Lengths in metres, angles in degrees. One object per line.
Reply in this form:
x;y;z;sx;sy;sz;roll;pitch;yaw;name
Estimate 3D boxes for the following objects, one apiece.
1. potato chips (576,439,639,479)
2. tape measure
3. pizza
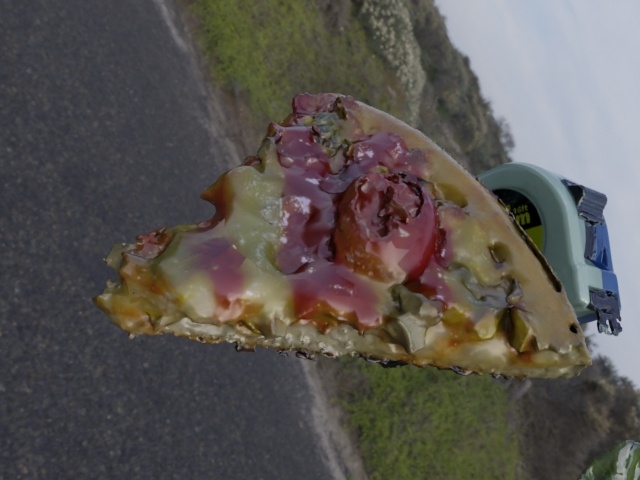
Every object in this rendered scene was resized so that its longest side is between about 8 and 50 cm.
0.434;0.362;0.687;0.097;0.373;0.389;128;-52;-66;potato chips
0.193;0.038;0.891;0.098;0.351;0.215;14;66;-39;tape measure
0.000;0.000;0.662;0.440;0.406;0.130;49;-37;35;pizza
